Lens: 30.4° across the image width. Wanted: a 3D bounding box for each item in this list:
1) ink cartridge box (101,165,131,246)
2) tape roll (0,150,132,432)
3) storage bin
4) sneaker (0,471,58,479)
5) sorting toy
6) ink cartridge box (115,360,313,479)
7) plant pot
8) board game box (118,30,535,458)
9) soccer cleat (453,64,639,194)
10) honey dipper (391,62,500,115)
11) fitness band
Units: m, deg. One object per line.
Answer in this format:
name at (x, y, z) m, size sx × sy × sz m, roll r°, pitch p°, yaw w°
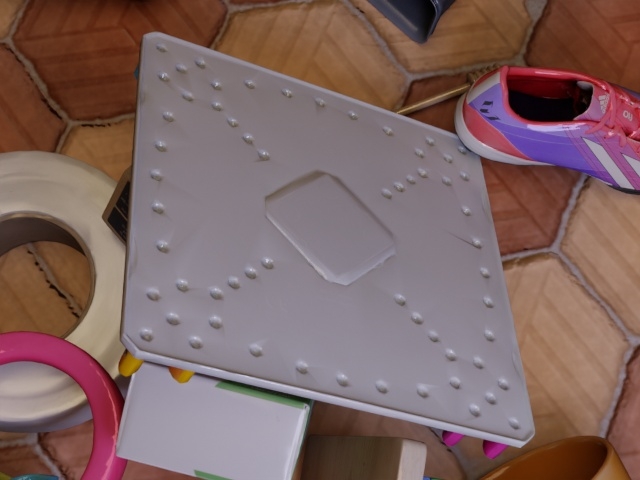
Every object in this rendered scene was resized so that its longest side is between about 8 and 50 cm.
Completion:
ink cartridge box at (-0.070, -0.021, 1.198) m, size 0.193 × 0.088 × 0.235 m, roll 48°, pitch 44°, yaw 11°
tape roll at (-0.301, 0.055, 1.221) m, size 0.286 × 0.100 × 0.286 m, roll 0°, pitch 74°, yaw -1°
storage bin at (0.106, -0.312, 1.341) m, size 0.135 × 0.098 × 0.091 m, roll 42°, pitch 67°, yaw 10°
sneaker at (-0.293, 0.345, 1.127) m, size 0.208 × 0.127 × 0.319 m, roll -41°, pitch 80°, yaw -10°
sorting toy at (0.047, 0.314, 1.080) m, size 0.089 × 0.255 × 0.257 m, roll 13°, pitch 78°, yaw -17°
ink cartridge box at (-0.089, 0.160, 1.130) m, size 0.160 × 0.219 × 0.092 m, roll 14°, pitch 92°, yaw 3°
plant pot at (0.230, 0.319, 1.118) m, size 0.205 × 0.205 × 0.187 m, roll -31°, pitch 93°, yaw -9°
board game box at (0.000, 0.000, 1.117) m, size 0.390 × 0.050 × 0.389 m, roll 16°, pitch 45°, yaw -22°
soccer cleat at (0.308, -0.123, 1.261) m, size 0.318 × 0.116 × 0.108 m, roll 9°, pitch 71°, yaw -10°
honey dipper at (0.130, -0.160, 1.326) m, size 0.161 × 0.030 × 0.030 m, roll -21°, pitch 76°, yaw -5°
fitness band at (-0.306, 0.219, 1.083) m, size 0.209 × 0.054 × 0.290 m, roll 34°, pitch 78°, yaw 16°
